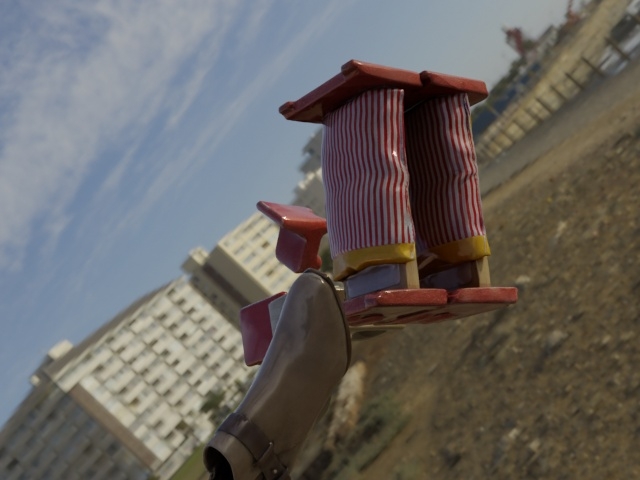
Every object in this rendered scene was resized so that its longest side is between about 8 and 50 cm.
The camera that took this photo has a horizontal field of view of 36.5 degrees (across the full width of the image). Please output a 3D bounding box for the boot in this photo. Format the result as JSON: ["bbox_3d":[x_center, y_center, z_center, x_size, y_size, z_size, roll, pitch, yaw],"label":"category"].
[{"bbox_3d":[-0.025,0.082,0.495,0.087,0.042,0.118,-38,-41,-41],"label":"boot"}]

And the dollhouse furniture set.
[{"bbox_3d":[0.000,0.000,0.916,0.152,0.201,0.374,1,-15,-32],"label":"dollhouse furniture set"}]
